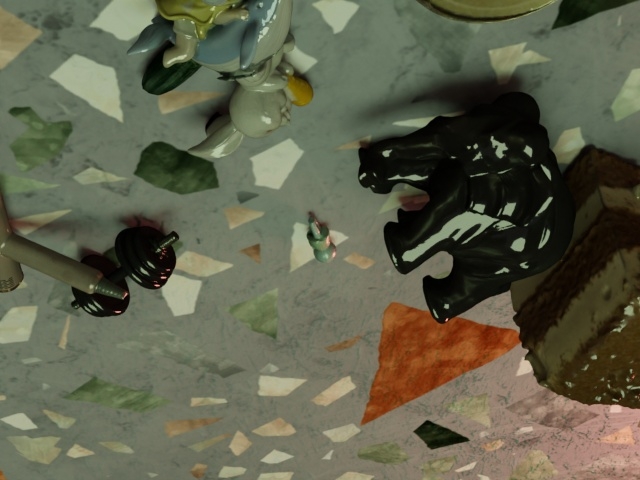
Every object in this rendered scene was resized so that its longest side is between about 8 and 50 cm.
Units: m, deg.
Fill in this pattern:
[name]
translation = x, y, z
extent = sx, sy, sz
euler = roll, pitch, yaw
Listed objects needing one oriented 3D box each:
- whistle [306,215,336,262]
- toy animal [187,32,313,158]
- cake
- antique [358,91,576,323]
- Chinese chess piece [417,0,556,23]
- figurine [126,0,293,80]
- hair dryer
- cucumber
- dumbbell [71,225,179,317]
[whistle]
translation = 0.000, 0.000, 1.727
extent = 0.035, 0.035, 0.100
euler = -15, 140, 7
[toy animal]
translation = -0.086, -0.177, 1.468
extent = 0.127, 0.131, 0.181
euler = 20, 134, 13
[cake]
translation = 0.447, 0.064, 1.709
extent = 0.256, 0.290, 0.282
euler = 10, 134, -25
[antique]
translation = 0.212, -0.053, 1.593
extent = 0.255, 0.185, 0.322
euler = -20, 135, 19
[Chinese chess piece]
translation = 0.191, -0.353, 1.285
extent = 0.250, 0.103, 0.249
euler = -5, 143, -4
[figurine]
translation = -0.118, -0.262, 1.306
extent = 0.209, 0.128, 0.183
euler = -13, 119, 23
[hair dryer]
translation = -0.368, 0.019, 1.584
extent = 0.220, 0.053, 0.195
euler = 18, 142, 14
[cucumber]
translation = -0.178, -0.208, 1.421
extent = 0.048, 0.048, 0.105
euler = 26, 130, -36
[dumbbell]
translation = -0.278, 0.044, 1.668
extent = 0.208, 0.099, 0.099
euler = -33, 136, 25
